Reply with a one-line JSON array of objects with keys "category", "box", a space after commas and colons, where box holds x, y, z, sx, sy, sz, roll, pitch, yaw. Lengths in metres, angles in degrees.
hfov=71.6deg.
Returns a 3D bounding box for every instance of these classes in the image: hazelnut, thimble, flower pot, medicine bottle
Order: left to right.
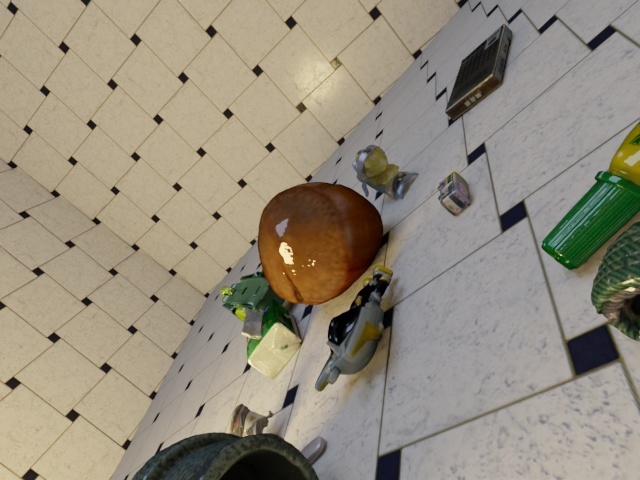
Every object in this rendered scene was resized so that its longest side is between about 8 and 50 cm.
[{"category": "flower pot", "box": [-0.162, 0.458, 0.684, 0.282, 0.299, 0.299, -28, 27, 41]}, {"category": "hazelnut", "box": [0.000, 0.000, 1.204, 0.371, 0.316, 0.372, -25, -4, -2]}, {"category": "medicine bottle", "box": [0.404, -0.091, 0.552, 0.309, 0.076, 0.111, -49, 12, 13]}, {"category": "thimble", "box": [0.329, 0.039, 0.399, 0.090, 0.118, 0.135, -53, -2, -22]}]

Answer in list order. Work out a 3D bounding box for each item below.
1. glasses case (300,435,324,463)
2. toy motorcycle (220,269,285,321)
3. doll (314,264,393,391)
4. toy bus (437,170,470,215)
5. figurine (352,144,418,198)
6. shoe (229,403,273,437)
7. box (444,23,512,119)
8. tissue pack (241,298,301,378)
[{"category": "glasses case", "box": [-0.022, 0.402, 0.833, 0.083, 0.021, 0.032, -50, 17, 13]}, {"category": "toy motorcycle", "box": [-0.227, 0.227, 1.595, 0.326, 0.200, 0.191, -9, 44, 54]}, {"category": "doll", "box": [0.077, 0.172, 0.911, 0.145, 0.103, 0.316, -27, 20, 36]}, {"category": "toy bus", "box": [0.296, -0.104, 0.979, 0.058, 0.052, 0.102, -45, 15, 32]}, {"category": "figurine", "box": [0.185, -0.204, 1.348, 0.208, 0.184, 0.129, 25, 75, 32]}, {"category": "shoe", "box": [-0.159, 0.464, 0.995, 0.089, 0.092, 0.180, 97, 178, -67]}, {"category": "box", "box": [0.490, -0.522, 1.366, 0.180, 0.047, 0.325, -36, 22, 49]}, {"category": "tissue pack", "box": [-0.163, 0.273, 1.321, 0.148, 0.156, 0.209, -50, 13, 3]}]
